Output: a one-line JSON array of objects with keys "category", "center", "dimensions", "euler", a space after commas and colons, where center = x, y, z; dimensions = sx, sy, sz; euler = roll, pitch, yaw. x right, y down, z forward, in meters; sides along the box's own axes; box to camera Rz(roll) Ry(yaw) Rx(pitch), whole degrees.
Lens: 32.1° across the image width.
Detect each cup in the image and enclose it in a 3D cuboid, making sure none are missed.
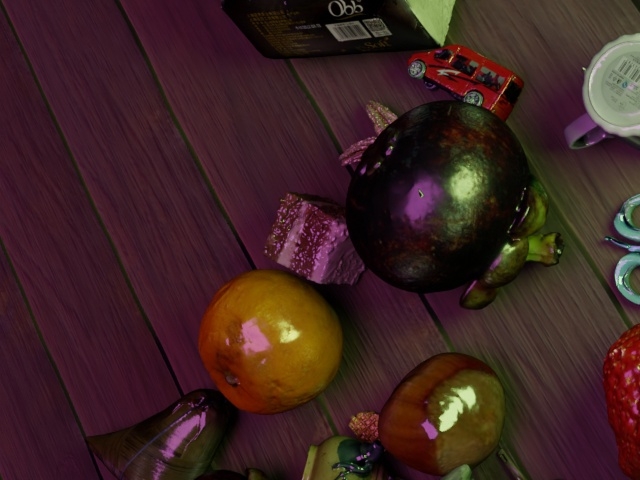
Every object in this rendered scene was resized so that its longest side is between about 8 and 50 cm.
[{"category": "cup", "center": [0.472, -0.190, 1.630], "dimensions": [0.167, 0.202, 0.221], "euler": [46, 111, 29]}]

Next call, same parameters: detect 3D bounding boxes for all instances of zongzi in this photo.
[{"category": "zongzi", "center": [-0.334, 0.374, 2.192], "dimensions": [0.300, 0.138, 0.286], "euler": [32, 103, 33]}]

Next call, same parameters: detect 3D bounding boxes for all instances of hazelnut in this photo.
[{"category": "hazelnut", "center": [0.204, 0.288, 1.816], "dimensions": [0.186, 0.210, 0.210], "euler": [34, 108, 6]}]

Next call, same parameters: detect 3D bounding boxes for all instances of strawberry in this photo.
[{"category": "strawberry", "center": [0.506, 0.225, 1.546], "dimensions": [0.257, 0.257, 0.277], "euler": [23, 58, 33]}]

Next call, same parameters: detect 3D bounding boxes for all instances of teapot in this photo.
[{"category": "teapot", "center": [0.055, 0.441, 1.925], "dimensions": [0.182, 0.173, 0.269], "euler": [12, 122, 4]}]

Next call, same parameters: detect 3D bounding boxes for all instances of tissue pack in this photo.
[{"category": "tissue pack", "center": [0.038, -0.436, 1.903], "dimensions": [0.370, 0.210, 0.198], "euler": [4, 61, 33]}]

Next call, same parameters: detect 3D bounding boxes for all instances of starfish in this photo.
[{"category": "starfish", "center": [0.148, -0.150, 1.941], "dimensions": [0.240, 0.043, 0.227], "euler": [-18, 86, 26]}]

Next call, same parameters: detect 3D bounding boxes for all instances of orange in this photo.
[{"category": "orange", "center": [-0.086, 0.175, 1.960], "dimensions": [0.261, 0.261, 0.261], "euler": [-2, 87, 34]}]

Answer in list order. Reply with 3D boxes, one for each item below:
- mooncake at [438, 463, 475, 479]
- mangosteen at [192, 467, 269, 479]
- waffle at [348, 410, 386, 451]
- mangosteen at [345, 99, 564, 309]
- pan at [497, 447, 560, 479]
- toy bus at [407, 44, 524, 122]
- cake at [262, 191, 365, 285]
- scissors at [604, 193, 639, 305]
[{"category": "mooncake", "center": [0.255, 0.492, 1.750], "dimensions": [0.254, 0.136, 0.250], "euler": [37, 138, 22]}, {"category": "mangosteen", "center": [-0.169, 0.516, 2.045], "dimensions": [0.210, 0.210, 0.210], "euler": [-2, 87, 34]}, {"category": "waffle", "center": [0.088, 0.346, 1.976], "dimensions": [0.078, 0.016, 0.085], "euler": [-15, 80, 33]}, {"category": "mangosteen", "center": [0.198, -0.058, 1.763], "dimensions": [0.330, 0.330, 0.330], "euler": [-2, 87, 34]}, {"category": "pan", "center": [0.342, 0.437, 1.781], "dimensions": [0.202, 0.048, 0.128], "euler": [25, 102, 33]}, {"category": "toy bus", "center": [0.239, -0.274, 1.866], "dimensions": [0.195, 0.081, 0.089], "euler": [34, 97, 30]}, {"category": "cake", "center": [0.000, 0.000, 1.982], "dimensions": [0.147, 0.134, 0.135], "euler": [32, 108, 37]}, {"category": "scissors", "center": [0.605, 0.038, 1.631], "dimensions": [0.393, 0.032, 0.180], "euler": [15, 96, 35]}]
